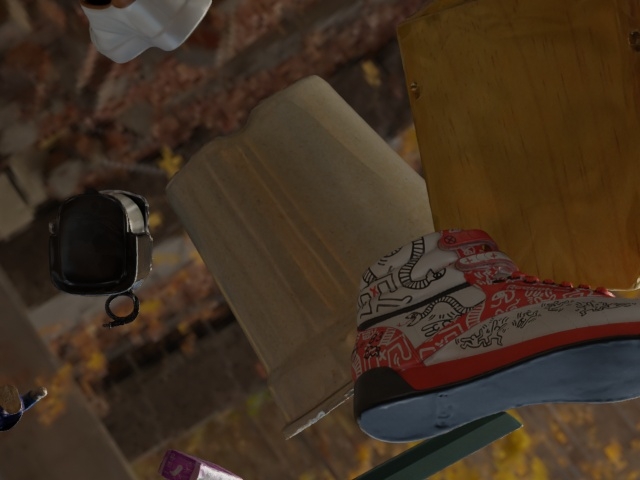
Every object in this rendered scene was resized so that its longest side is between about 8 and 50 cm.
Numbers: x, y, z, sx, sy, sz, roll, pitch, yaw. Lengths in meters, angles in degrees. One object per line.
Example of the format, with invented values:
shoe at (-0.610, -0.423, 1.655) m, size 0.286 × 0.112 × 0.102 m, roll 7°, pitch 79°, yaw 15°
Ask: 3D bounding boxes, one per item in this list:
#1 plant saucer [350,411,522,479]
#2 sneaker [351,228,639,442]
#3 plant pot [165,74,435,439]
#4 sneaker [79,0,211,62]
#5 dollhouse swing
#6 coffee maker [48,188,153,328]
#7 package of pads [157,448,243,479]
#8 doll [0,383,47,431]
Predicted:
plant saucer at (0.074, 0.188, 1.297) m, size 0.192 × 0.018 × 0.067 m, roll -28°, pitch -175°, yaw -9°
sneaker at (0.147, 0.046, 1.118) m, size 0.270 × 0.145 × 0.090 m, roll -15°, pitch 141°, yaw 20°
plant pot at (0.000, 0.000, 1.732) m, size 0.334 × 0.305 × 0.334 m, roll -38°, pitch 177°, yaw -2°
sneaker at (-0.209, -0.264, 1.644) m, size 0.106 × 0.123 × 0.290 m, roll -58°, pitch -160°, yaw -10°
dollhouse swing at (0.287, -0.143, 1.307) m, size 0.305 × 0.315 × 0.347 m, roll -13°, pitch -176°, yaw -26°
coffee maker at (-0.256, 0.022, 1.886) m, size 0.120 × 0.171 × 0.178 m, roll -24°, pitch -177°, yaw 3°
package of pads at (-0.119, 0.237, 1.563) m, size 0.083 × 0.050 × 0.032 m, roll 33°, pitch 77°, yaw -53°
doll at (-0.427, 0.234, 2.109) m, size 0.129 × 0.046 × 0.189 m, roll -35°, pitch 176°, yaw -15°
